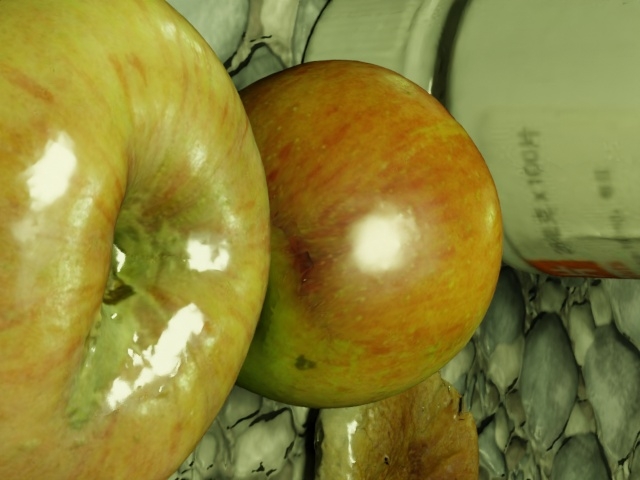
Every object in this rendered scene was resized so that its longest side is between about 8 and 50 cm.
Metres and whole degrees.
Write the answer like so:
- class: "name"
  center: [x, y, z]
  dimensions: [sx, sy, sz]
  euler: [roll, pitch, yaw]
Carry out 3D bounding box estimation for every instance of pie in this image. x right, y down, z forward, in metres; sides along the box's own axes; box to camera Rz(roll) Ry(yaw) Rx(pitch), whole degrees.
- class: "pie"
  center: [0.050, 0.166, 1.247]
  dimensions: [0.195, 0.046, 0.195]
  euler: [-4, 95, -56]

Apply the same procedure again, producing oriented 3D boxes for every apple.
- class: "apple"
  center: [-0.141, 0.004, 0.845]
  dimensions: [0.261, 0.194, 0.260]
  euler: [-7, 99, -52]
- class: "apple"
  center: [0.000, 0.000, 1.050]
  dimensions: [0.196, 0.196, 0.195]
  euler: [-4, 95, -54]

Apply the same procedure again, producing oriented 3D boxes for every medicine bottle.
- class: "medicine bottle"
  center: [0.187, -0.078, 1.148]
  dimensions: [0.211, 0.372, 0.211]
  euler: [-2, 93, -53]
